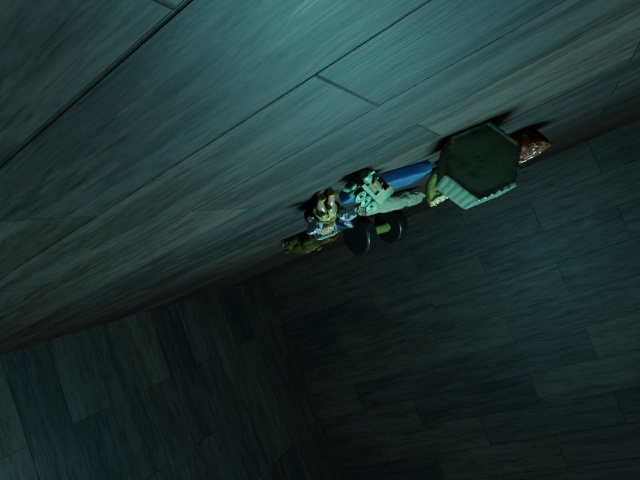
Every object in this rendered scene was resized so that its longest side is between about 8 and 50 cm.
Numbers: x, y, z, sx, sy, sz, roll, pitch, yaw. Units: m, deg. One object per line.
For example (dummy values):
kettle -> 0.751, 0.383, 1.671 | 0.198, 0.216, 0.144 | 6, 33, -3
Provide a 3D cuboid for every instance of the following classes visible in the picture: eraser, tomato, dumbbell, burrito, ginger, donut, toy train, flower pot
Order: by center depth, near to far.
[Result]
toy train -> 0.144, -0.158, 1.393 | 0.118, 0.074, 0.176 | -47, 149, 6
flower pot -> 0.473, -0.223, 1.396 | 0.210, 0.239, 0.189 | 10, 176, 7
eraser -> 0.224, -0.198, 1.576 | 0.312, 0.042, 0.144 | -18, 174, -26
tomato -> 0.755, -0.359, 1.769 | 0.228, 0.101, 0.228 | -21, 167, -5
donut -> 0.498, -0.235, 1.812 | 0.217, 0.141, 0.085 | -34, 162, 15
burrito -> 0.319, -0.172, 2.084 | 0.392, 0.076, 0.117 | -15, 179, -37
ginger -> -0.025, -0.011, 2.182 | 0.310, 0.106, 0.133 | -22, 146, 22
dumbbell -> 0.300, -0.056, 2.486 | 0.323, 0.203, 0.204 | -18, 174, -36

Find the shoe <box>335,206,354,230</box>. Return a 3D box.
shoe -> 0.082, -0.079, 1.969 | 0.106, 0.091, 0.207 | -26, 178, -2

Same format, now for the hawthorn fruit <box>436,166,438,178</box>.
hawthorn fruit -> 0.490, -0.244, 1.678 | 0.148, 0.148, 0.172 | -25, 149, 34

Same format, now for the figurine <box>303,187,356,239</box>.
figurine -> 0.016, -0.086, 1.514 | 0.175, 0.115, 0.240 | -22, 169, -12

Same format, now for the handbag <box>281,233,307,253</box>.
handbag -> -0.080, -0.002, 2.361 | 0.221, 0.057, 0.144 | -24, 178, 29
